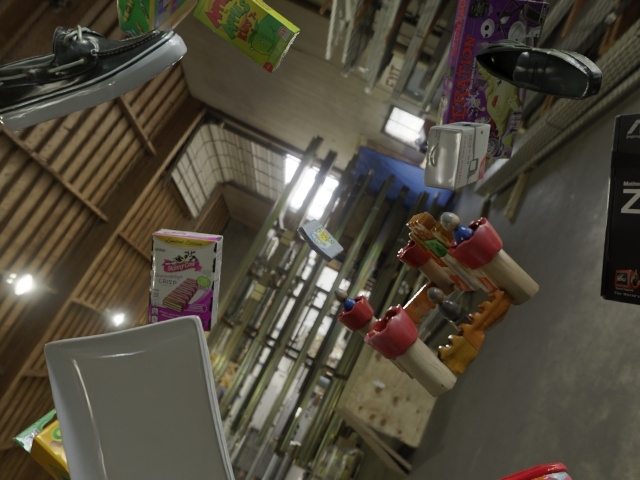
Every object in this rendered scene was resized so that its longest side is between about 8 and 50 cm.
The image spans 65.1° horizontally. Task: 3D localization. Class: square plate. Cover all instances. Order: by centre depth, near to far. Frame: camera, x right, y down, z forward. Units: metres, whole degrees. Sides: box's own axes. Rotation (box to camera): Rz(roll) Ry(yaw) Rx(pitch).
[{"bbox_3d":[-0.293,0.312,0.829,0.049,0.347,0.344,-11,-92,-66],"label":"square plate"}]

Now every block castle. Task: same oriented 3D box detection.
[{"bbox_3d":[0.195,0.103,1.027,0.303,0.213,0.453,-45,1,-6],"label":"block castle"}]

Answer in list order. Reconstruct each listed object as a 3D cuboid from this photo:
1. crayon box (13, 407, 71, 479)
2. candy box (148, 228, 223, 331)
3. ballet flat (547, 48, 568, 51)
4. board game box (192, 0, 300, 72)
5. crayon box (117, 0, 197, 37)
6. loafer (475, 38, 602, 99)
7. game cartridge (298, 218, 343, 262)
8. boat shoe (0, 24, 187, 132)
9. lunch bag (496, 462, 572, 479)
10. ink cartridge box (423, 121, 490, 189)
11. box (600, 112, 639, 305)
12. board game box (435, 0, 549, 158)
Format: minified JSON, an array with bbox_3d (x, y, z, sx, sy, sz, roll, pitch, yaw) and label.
[{"bbox_3d":[-0.505,0.478,1.160,0.203,0.323,0.083,-40,-16,-55],"label":"crayon box"},{"bbox_3d":[-0.332,0.098,1.235,0.071,0.159,0.234,-85,1,-79],"label":"candy box"},{"bbox_3d":[0.460,-0.340,0.980,0.203,0.074,0.074,-62,-3,-59],"label":"ballet flat"},{"bbox_3d":[-0.141,-0.414,0.953,0.092,0.181,0.043,-51,8,31],"label":"board game box"},{"bbox_3d":[-0.305,-0.498,0.964,0.165,0.081,0.278,-54,13,-16],"label":"crayon box"},{"bbox_3d":[0.356,-0.282,0.836,0.078,0.223,0.076,-21,-50,-22],"label":"loafer"},{"bbox_3d":[0.000,0.000,0.914,0.056,0.083,0.017,-35,-10,-49],"label":"game cartridge"},{"bbox_3d":[-0.385,-0.279,0.799,0.121,0.335,0.119,-104,-8,-59],"label":"boat shoe"},{"bbox_3d":[0.388,0.564,1.036,0.258,0.293,0.120,57,-168,-51],"label":"lunch bag"},{"bbox_3d":[0.257,-0.161,0.938,0.150,0.063,0.109,-23,-59,-51],"label":"ink cartridge box"},{"bbox_3d":[0.644,-0.038,0.732,0.097,0.394,0.319,-2,-83,-40],"label":"box"},{"bbox_3d":[0.376,-0.356,1.131,0.056,0.208,0.347,-121,32,-60],"label":"board game box"}]
